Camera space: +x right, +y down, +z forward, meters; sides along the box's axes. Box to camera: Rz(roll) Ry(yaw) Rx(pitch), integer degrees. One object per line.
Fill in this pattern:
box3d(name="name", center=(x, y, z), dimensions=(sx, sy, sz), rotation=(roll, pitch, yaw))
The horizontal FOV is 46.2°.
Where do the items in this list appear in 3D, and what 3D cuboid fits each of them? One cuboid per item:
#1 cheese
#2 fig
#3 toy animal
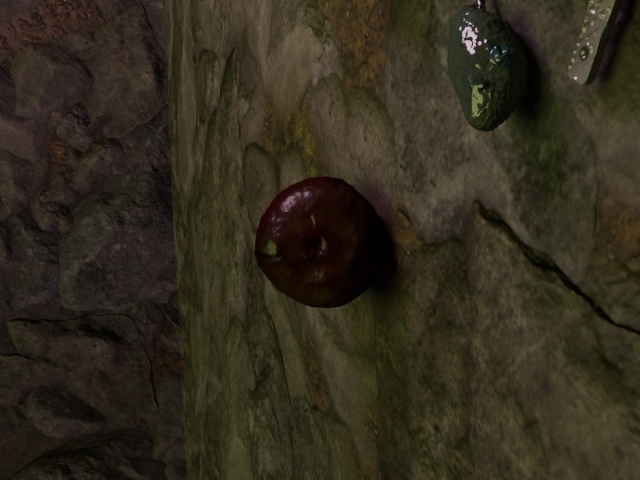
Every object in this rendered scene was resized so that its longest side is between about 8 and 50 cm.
box3d(name="cheese", center=(0.233, -0.217, 0.591), dimensions=(0.097, 0.038, 0.192), rotation=(-120, 33, -51))
box3d(name="fig", center=(-0.020, 0.023, 1.123), dimensions=(0.290, 0.191, 0.190), rotation=(137, 126, -63))
box3d(name="toy animal", center=(0.168, -0.226, 0.749), dimensions=(0.079, 0.070, 0.252), rotation=(-5, 74, 35))
